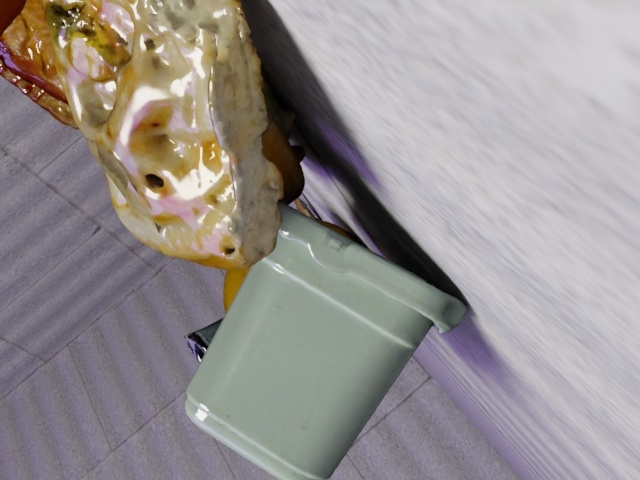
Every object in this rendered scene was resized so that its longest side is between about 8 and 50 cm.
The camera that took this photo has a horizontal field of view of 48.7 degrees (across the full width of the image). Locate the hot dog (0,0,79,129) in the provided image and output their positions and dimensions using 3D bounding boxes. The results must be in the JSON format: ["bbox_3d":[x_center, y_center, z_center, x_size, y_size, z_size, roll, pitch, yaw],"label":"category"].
[{"bbox_3d":[-0.334,-0.293,0.877,0.405,0.223,0.185,52,180,-37],"label":"hot dog"}]

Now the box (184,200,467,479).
[{"bbox_3d":[-0.003,0.094,0.642,0.175,0.182,0.312,30,176,6],"label":"box"}]

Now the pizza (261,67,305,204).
[{"bbox_3d":[-0.094,-0.121,0.629,0.223,0.089,0.323,44,177,-2],"label":"pizza"}]

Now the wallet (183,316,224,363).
[{"bbox_3d":[-0.015,0.145,1.102,0.190,0.046,0.379,49,-139,12],"label":"wallet"}]

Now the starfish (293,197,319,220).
[{"bbox_3d":[0.005,-0.002,1.358,0.231,0.048,0.295,60,180,19],"label":"starfish"}]

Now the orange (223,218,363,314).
[{"bbox_3d":[-0.023,0.076,0.952,0.236,0.236,0.236,50,178,2],"label":"orange"}]

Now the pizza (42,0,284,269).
[{"bbox_3d":[-0.109,-0.109,0.413,0.189,0.071,0.297,24,135,44],"label":"pizza"}]

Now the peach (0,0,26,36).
[{"bbox_3d":[-0.331,-0.298,0.452,0.306,0.242,0.380,13,139,37],"label":"peach"}]
